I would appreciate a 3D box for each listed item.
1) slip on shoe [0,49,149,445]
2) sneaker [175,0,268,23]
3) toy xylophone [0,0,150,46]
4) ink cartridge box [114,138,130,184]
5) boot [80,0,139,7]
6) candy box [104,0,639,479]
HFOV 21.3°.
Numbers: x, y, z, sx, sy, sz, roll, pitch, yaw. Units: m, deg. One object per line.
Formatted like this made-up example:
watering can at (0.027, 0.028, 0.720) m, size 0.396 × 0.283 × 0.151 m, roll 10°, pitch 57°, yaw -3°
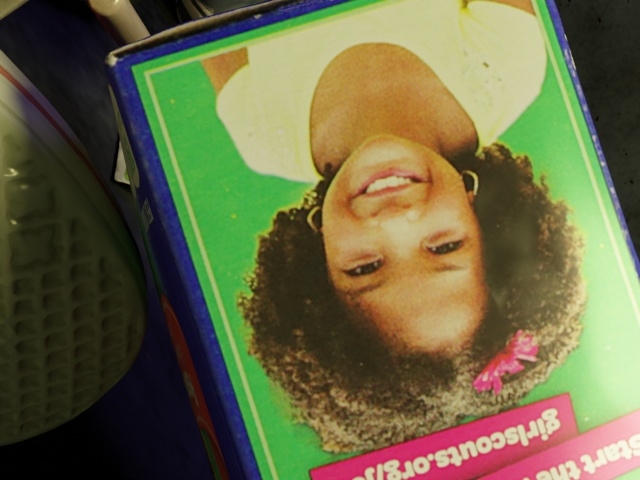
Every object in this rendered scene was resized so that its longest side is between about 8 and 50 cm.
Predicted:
slip on shoe at (-0.167, -0.058, 0.453) m, size 0.331 × 0.123 × 0.101 m, roll 43°, pitch 17°, yaw -32°
sneaker at (-0.052, -0.167, 0.716) m, size 0.153 × 0.094 × 0.235 m, roll 68°, pitch 13°, yaw 10°
toy xylophone at (-0.143, -0.141, 0.620) m, size 0.236 × 0.081 × 0.323 m, roll 59°, pitch 2°, yaw 11°
ink cartridge box at (0.000, 0.000, 0.947) m, size 0.255 × 0.097 × 0.189 m, roll 18°, pitch 27°, yaw -12°
boot at (-0.218, -0.369, 0.864) m, size 0.445 × 0.146 × 0.367 m, roll 45°, pitch -21°, yaw 18°
candy box at (0.039, 0.099, 0.526) m, size 0.268 × 0.122 × 0.317 m, roll 126°, pitch -56°, yaw -83°
